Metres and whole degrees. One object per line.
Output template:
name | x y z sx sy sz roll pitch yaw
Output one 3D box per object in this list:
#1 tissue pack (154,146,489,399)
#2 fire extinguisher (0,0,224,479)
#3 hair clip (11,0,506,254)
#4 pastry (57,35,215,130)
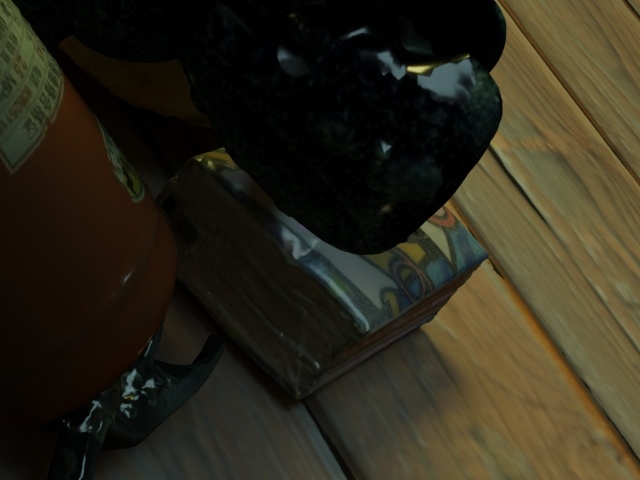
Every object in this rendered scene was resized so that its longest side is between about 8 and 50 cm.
tissue pack | 0.000 0.000 0.895 0.115 0.065 0.155 46 29 10
fire extinguisher | -0.156 -0.014 0.622 0.200 0.113 0.376 -58 133 -28
hair clip | -0.068 -0.125 0.761 0.310 0.206 0.194 13 28 -1
pastry | -0.069 -0.128 0.954 0.182 0.093 0.192 30 22 -14
